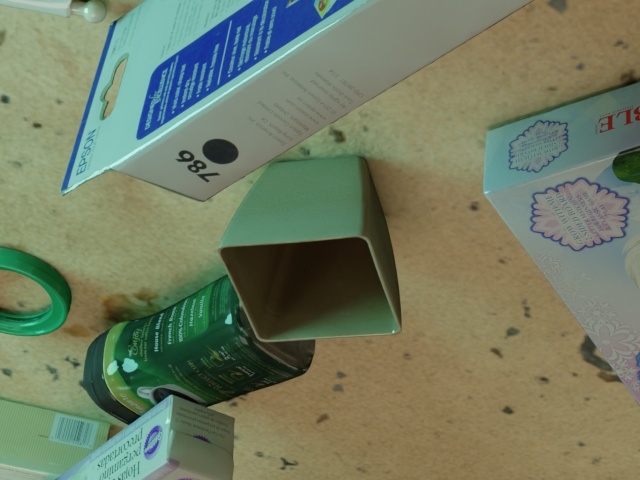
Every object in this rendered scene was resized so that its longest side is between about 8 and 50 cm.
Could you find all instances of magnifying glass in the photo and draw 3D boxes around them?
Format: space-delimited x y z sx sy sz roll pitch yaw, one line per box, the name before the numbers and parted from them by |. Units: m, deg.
magnifying glass | -0.310 0.018 1.324 0.231 0.026 0.092 22 139 -16

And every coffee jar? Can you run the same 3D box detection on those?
coffee jar | -0.100 0.091 1.322 0.184 0.079 0.096 -24 137 33

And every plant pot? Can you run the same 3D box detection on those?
plant pot | 0.000 0.000 1.183 0.109 0.096 0.109 -4 138 17

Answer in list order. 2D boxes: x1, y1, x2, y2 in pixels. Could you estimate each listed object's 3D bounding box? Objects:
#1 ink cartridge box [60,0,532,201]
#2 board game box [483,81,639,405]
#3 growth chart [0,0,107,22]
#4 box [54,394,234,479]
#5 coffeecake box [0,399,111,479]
ink cartridge box | -0.013 -0.135 0.977 0.333 0.165 0.065 -27 129 36
board game box | 0.325 0.001 1.142 0.318 0.066 0.318 -18 132 28
growth chart | -0.212 -0.230 1.018 0.172 0.021 0.237 5 140 4
box | -0.188 0.227 1.395 0.067 0.063 0.324 24 139 -29
coffeecake box | -0.277 0.230 1.526 0.142 0.068 0.185 12 140 -4
